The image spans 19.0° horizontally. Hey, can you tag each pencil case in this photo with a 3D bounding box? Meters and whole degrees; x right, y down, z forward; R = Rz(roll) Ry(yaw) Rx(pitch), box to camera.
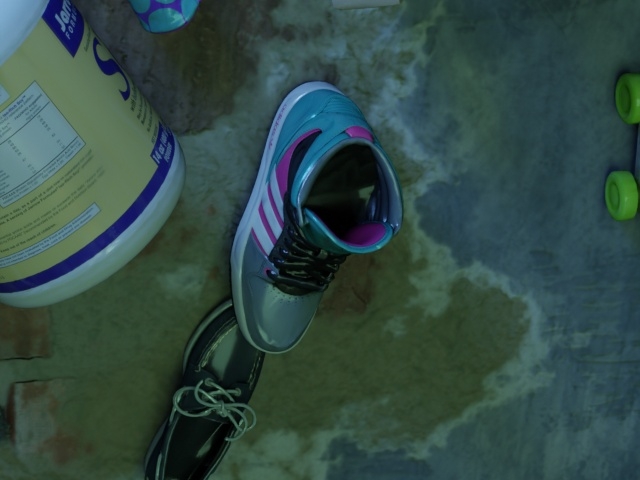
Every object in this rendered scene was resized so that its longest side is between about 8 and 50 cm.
[{"bbox_3d":[-0.170,-0.278,1.848,0.070,0.064,0.151,-20,122,12],"label":"pencil case"}]

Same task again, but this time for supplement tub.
[{"bbox_3d":[-0.306,-0.125,1.783,0.241,0.241,0.331,-35,121,2],"label":"supplement tub"}]

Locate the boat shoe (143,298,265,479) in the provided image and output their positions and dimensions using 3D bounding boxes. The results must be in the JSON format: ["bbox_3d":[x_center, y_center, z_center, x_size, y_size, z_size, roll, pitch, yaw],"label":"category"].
[{"bbox_3d":[-0.123,0.183,2.091,0.095,0.079,0.254,24,106,-22],"label":"boat shoe"}]

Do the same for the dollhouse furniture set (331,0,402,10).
[{"bbox_3d":[0.184,-0.445,1.789,0.394,0.256,0.362,-3,118,19],"label":"dollhouse furniture set"}]

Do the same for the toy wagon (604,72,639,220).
[{"bbox_3d":[0.456,-0.147,2.107,0.267,0.068,0.344,-6,118,-14],"label":"toy wagon"}]

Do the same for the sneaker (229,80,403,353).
[{"bbox_3d":[0.000,0.000,1.958,0.124,0.178,0.295,5,107,-23],"label":"sneaker"}]
